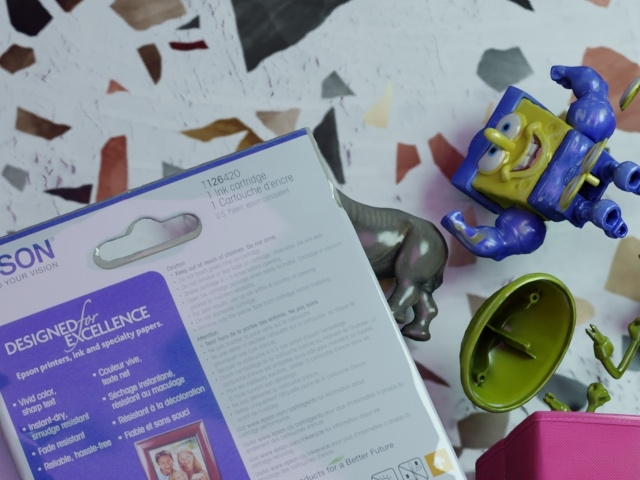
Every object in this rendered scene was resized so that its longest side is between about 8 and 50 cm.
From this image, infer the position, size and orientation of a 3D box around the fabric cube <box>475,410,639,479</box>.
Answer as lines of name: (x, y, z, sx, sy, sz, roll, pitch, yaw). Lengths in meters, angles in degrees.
fabric cube: (0.267, 0.290, 1.482, 0.254, 0.259, 0.258, 3, 74, -5)

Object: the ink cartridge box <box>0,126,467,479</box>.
ink cartridge box: (-0.087, 0.107, 1.373, 0.304, 0.072, 0.307, -20, 73, -13)

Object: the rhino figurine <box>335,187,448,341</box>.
rhino figurine: (0.000, 0.000, 1.646, 0.243, 0.073, 0.106, 20, 75, 2)

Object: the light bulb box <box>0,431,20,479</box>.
light bulb box: (-0.189, 0.229, 1.474, 0.358, 0.225, 0.361, 0, 71, -6)

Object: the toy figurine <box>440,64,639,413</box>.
toy figurine: (0.203, -0.028, 1.652, 0.217, 0.191, 0.362, 30, 90, 49)
